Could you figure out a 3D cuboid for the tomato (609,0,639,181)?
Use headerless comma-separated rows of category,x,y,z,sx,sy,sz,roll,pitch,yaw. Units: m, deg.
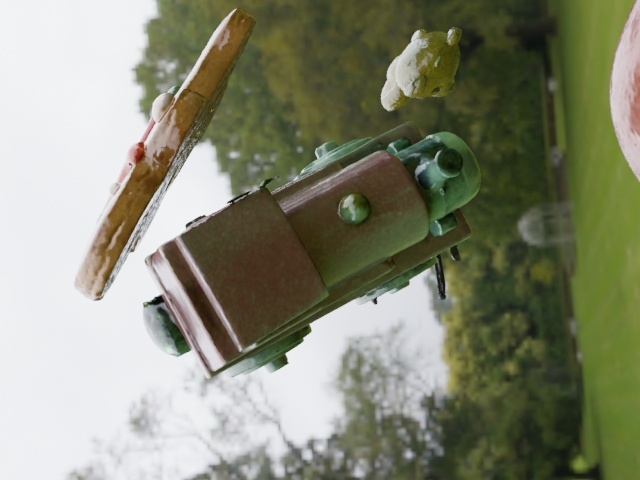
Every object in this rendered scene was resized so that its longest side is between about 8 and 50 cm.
tomato,0.346,-0.125,0.979,0.265,0.264,0.265,-4,-90,-83

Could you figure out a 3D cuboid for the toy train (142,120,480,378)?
toy train,0.000,0.000,1.048,0.150,0.304,0.221,60,162,3

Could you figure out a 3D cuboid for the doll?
doll,0.151,-0.250,1.940,0.137,0.097,0.209,-60,11,-9

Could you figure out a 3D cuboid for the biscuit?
biscuit,-0.146,-0.076,1.157,0.205,0.049,0.324,-56,9,52

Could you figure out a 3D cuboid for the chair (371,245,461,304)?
chair,0.126,-0.023,1.927,0.149,0.174,0.213,91,173,-61
